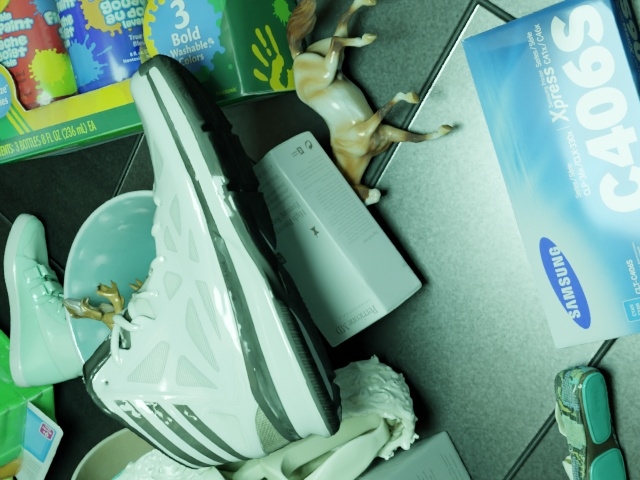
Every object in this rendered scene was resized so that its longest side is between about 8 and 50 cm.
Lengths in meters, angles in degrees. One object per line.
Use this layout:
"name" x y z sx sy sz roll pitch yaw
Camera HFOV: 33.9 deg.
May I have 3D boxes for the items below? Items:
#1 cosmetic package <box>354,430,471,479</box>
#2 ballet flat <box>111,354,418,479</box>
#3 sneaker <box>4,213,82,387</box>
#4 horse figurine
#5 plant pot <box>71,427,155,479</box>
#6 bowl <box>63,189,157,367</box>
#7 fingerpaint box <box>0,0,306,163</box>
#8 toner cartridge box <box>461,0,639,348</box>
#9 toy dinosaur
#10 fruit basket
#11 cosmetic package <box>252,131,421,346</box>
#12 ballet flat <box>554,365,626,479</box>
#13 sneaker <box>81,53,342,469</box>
"cosmetic package" 0.088 0.342 1.237 0.151 0.184 0.151 -30 84 33
"ballet flat" -0.068 0.264 1.217 0.409 0.147 0.147 -27 84 -9
"sneaker" -0.374 0.081 1.534 0.151 0.094 0.255 -7 82 8
"horse figurine" 0.033 -0.172 1.221 0.174 0.066 0.263 -28 97 45
"plant pot" -0.198 0.426 1.416 0.257 0.256 0.274 22 128 26
"bowl" -0.159 0.078 1.345 0.312 0.163 0.311 7 105 30
"fingerpaint box" -0.269 -0.319 1.327 0.445 0.163 0.371 -9 96 32
"toner cartridge box" 0.281 -0.073 1.096 0.165 0.075 0.347 -17 91 34
"toy dinosaur" -0.227 0.105 1.271 0.211 0.064 0.112 33 133 32
"fruit basket" -0.562 0.301 1.640 0.327 0.165 0.353 42 122 17
"cosmetic package" 0.000 0.000 1.246 0.231 0.085 0.117 54 136 2
"ballet flat" 0.297 0.229 1.167 0.070 0.070 0.188 -5 96 32
"sneaker" -0.172 0.041 1.126 0.258 0.169 0.447 -22 89 8
